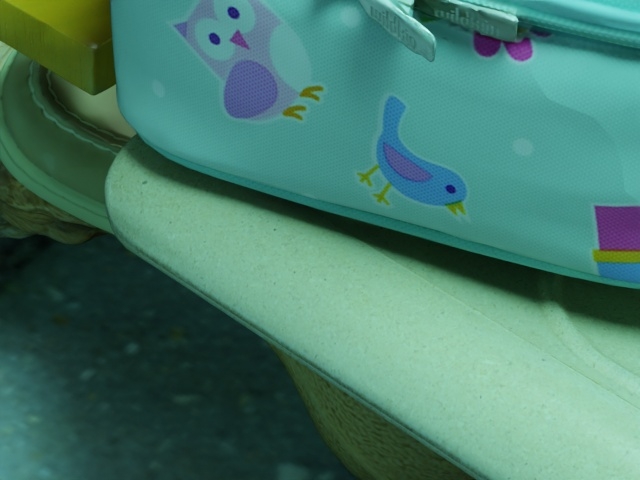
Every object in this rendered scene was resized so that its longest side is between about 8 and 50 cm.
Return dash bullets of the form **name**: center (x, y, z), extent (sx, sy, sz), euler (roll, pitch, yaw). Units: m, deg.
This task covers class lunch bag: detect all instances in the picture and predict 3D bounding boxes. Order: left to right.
- **lunch bag**: center (0.065, -0.115, 0.494), extent (0.224, 0.108, 0.279), euler (19, 44, 14)

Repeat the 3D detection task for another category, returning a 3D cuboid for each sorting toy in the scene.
- **sorting toy**: center (0.048, -0.036, 0.518), extent (0.307, 0.041, 0.229), euler (32, 48, 26)

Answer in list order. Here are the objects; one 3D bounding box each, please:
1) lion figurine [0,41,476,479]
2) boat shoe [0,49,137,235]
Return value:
- **lion figurine**: center (0.000, 0.000, 0.673), extent (0.392, 0.142, 0.240), euler (39, 54, 25)
- **boat shoe**: center (0.025, -0.047, 0.592), extent (0.285, 0.089, 0.105), euler (6, 63, -9)
